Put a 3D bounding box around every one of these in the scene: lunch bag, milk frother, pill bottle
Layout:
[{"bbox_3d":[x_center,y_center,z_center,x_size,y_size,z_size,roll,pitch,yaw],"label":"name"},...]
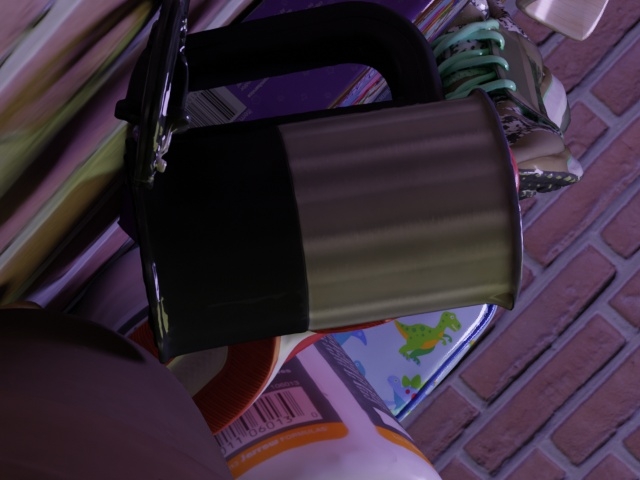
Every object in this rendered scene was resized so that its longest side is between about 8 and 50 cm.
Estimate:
[{"bbox_3d":[0.011,0.028,1.133,0.176,0.219,0.090,-47,180,-23],"label":"lunch bag"},{"bbox_3d":[-0.001,-0.027,0.535,0.135,0.129,0.143,-9,-178,-6],"label":"milk frother"},{"bbox_3d":[-0.046,0.116,0.870,0.162,0.162,0.278,-47,-146,4],"label":"pill bottle"}]

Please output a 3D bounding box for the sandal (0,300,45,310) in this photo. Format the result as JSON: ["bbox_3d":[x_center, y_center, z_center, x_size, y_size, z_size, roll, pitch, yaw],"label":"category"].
[{"bbox_3d":[-0.184,0.140,0.674,0.240,0.079,0.088,-45,151,-6],"label":"sandal"}]

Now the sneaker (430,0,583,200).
[{"bbox_3d":[0.128,-0.135,1.350,0.158,0.182,0.410,-19,-166,11],"label":"sneaker"}]

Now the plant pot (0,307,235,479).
[{"bbox_3d":[-0.111,0.137,0.510,0.263,0.263,0.229,-47,-165,14],"label":"plant pot"}]

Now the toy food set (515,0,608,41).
[{"bbox_3d":[0.200,-0.211,0.780,0.306,0.092,0.219,-114,-132,-86],"label":"toy food set"}]

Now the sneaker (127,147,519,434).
[{"bbox_3d":[0.000,0.000,0.740,0.221,0.087,0.128,-32,-169,19],"label":"sneaker"}]

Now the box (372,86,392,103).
[{"bbox_3d":[-0.017,-0.054,1.293,0.232,0.059,0.183,-47,-178,3],"label":"box"}]

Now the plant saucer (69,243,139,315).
[{"bbox_3d":[-0.129,0.025,1.007,0.192,0.018,0.067,-47,179,-1],"label":"plant saucer"}]

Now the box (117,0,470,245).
[{"bbox_3d":[0.023,-0.110,0.760,0.293,0.057,0.201,-46,180,-14],"label":"box"}]
